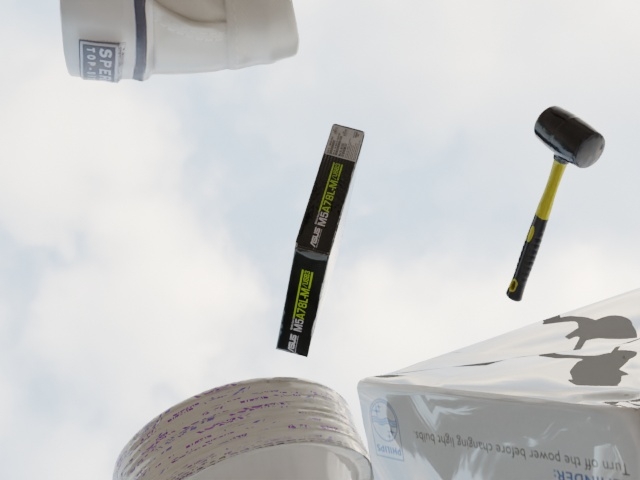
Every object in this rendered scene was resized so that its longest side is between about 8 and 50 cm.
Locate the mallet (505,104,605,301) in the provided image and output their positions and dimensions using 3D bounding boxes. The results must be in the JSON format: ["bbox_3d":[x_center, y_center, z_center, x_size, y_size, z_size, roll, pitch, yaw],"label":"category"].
[{"bbox_3d":[0.209,-0.024,1.113,0.039,0.190,0.062,-5,-155,-34],"label":"mallet"}]

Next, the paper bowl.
[{"bbox_3d":[-0.077,0.289,1.353,0.284,0.284,0.148,-21,-127,-4],"label":"paper bowl"}]

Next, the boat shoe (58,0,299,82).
[{"bbox_3d":[-0.046,-0.185,0.404,0.088,0.096,0.268,-2,-100,-9],"label":"boat shoe"}]

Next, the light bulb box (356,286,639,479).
[{"bbox_3d":[0.250,0.219,0.750,0.358,0.225,0.361,-14,-83,-34],"label":"light bulb box"}]

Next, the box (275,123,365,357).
[{"bbox_3d":[0.000,0.000,1.353,0.045,0.184,0.191,16,-130,1],"label":"box"}]
